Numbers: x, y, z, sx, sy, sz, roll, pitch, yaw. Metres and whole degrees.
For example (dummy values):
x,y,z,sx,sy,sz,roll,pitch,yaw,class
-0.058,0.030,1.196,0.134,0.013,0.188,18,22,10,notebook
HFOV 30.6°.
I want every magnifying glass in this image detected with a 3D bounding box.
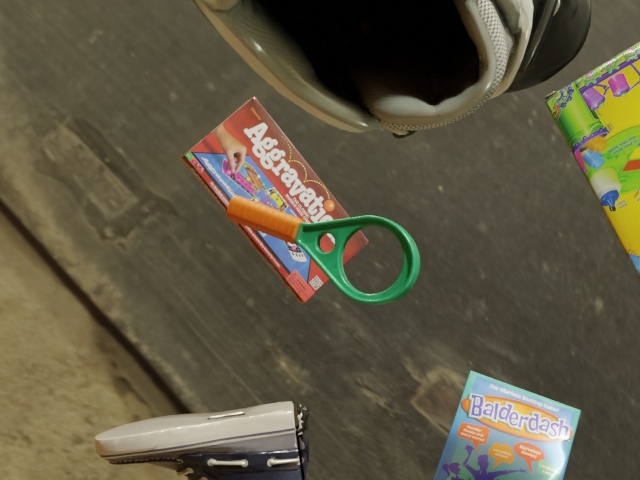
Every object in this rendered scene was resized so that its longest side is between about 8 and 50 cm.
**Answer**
x,y,z,sx,sy,sz,roll,pitch,yaw,class
0.000,0.000,1.252,0.230,0.026,0.092,21,95,23,magnifying glass

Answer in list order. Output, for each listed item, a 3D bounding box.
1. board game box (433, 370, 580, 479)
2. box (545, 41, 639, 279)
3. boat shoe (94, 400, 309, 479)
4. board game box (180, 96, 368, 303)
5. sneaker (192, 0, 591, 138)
x,y,z,sx,sy,sz,roll,pitch,yaw,class
0.240,0.291,1.542,0.160,0.047,0.210,19,52,8,board game box
0.426,-0.077,1.164,0.290,0.177,0.279,-30,49,15,box
-0.178,0.356,1.844,0.340,0.127,0.158,-7,94,-2,boat shoe
-0.064,-0.059,1.738,0.145,0.027,0.281,-43,102,-21,board game box
0.036,-0.090,0.475,0.122,0.330,0.146,-45,60,24,sneaker
